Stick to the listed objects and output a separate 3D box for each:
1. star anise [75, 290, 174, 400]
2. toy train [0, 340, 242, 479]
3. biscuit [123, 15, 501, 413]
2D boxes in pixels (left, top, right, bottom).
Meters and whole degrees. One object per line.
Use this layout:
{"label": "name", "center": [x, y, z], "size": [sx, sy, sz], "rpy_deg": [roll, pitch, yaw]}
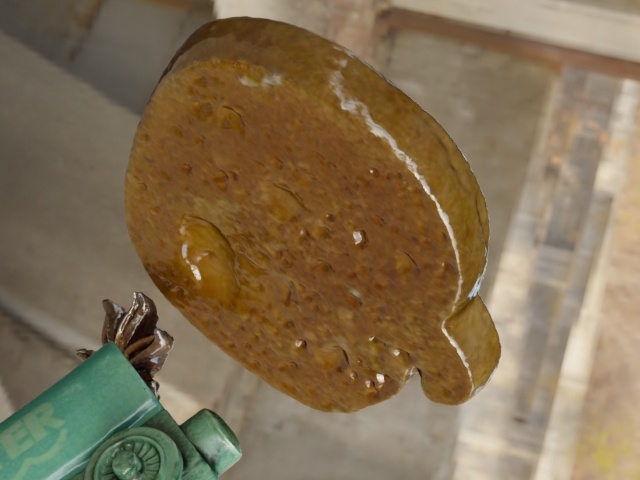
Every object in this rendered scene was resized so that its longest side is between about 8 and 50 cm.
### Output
{"label": "star anise", "center": [-0.152, 0.105, 1.330], "size": [0.141, 0.042, 0.141], "rpy_deg": [-37, -136, 48]}
{"label": "toy train", "center": [-0.168, 0.161, 0.956], "size": [0.248, 0.159, 0.101], "rpy_deg": [-38, 138, -10]}
{"label": "biscuit", "center": [0.001, -0.001, 1.219], "size": [0.063, 0.314, 0.367], "rpy_deg": [-52, 175, -33]}
